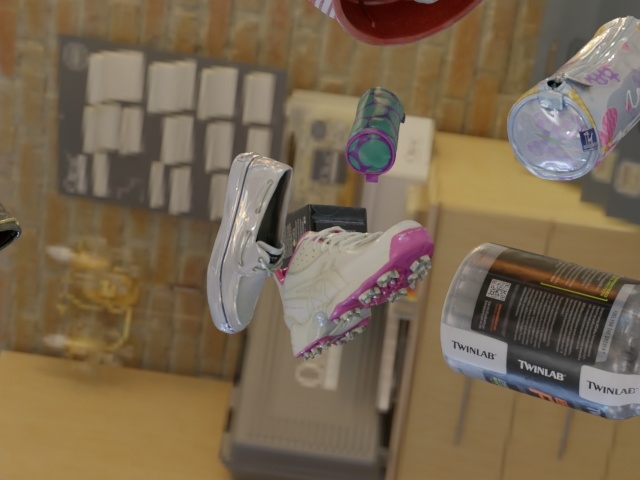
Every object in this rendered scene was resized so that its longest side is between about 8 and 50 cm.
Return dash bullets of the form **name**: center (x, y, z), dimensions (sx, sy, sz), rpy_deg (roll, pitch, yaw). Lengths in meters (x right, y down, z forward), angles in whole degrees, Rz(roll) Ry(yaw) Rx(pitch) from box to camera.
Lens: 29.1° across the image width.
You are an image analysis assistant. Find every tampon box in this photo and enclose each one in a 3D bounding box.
- **tampon box**: center (0.000, 0.000, 2.254), dimensions (0.161, 0.120, 0.101), rpy_deg (159, 112, -63)

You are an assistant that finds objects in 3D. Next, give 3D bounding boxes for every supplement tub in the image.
- **supplement tub**: center (0.339, 0.127, 1.675), dimensions (0.193, 0.316, 0.194), rpy_deg (-36, -47, -50)

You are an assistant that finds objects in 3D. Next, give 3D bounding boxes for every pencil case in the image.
- **pencil case**: center (0.069, -0.135, 1.537), dimensions (0.152, 0.064, 0.070), rpy_deg (-73, -12, -62)
- **pencil case**: center (0.326, -0.175, 1.478), dimensions (0.273, 0.113, 0.124), rpy_deg (-38, -62, -46)

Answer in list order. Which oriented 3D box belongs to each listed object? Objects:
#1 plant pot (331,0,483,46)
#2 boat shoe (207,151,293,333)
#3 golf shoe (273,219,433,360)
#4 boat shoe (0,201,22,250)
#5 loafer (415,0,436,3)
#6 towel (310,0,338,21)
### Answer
- **plant pot**: center (0.076, -0.436, 1.565), dimensions (0.265, 0.272, 0.272), rpy_deg (58, 157, 32)
- **boat shoe**: center (-0.081, 0.009, 1.487), dimensions (0.083, 0.075, 0.226), rpy_deg (-17, -63, -57)
- **golf shoe**: center (0.024, 0.034, 1.461), dimensions (0.306, 0.115, 0.140), rpy_deg (-45, 67, 53)
- **boat shoe**: center (-0.435, 0.017, 1.370), dimensions (0.109, 0.091, 0.305), rpy_deg (-48, 4, 27)
- **loafer**: center (0.101, -0.402, 1.275), dimensions (0.111, 0.112, 0.319), rpy_deg (45, 149, 48)
- **towel**: center (-0.012, -0.415, 1.796), dimensions (0.029, 0.197, 0.144), rpy_deg (-49, -5, -33)
